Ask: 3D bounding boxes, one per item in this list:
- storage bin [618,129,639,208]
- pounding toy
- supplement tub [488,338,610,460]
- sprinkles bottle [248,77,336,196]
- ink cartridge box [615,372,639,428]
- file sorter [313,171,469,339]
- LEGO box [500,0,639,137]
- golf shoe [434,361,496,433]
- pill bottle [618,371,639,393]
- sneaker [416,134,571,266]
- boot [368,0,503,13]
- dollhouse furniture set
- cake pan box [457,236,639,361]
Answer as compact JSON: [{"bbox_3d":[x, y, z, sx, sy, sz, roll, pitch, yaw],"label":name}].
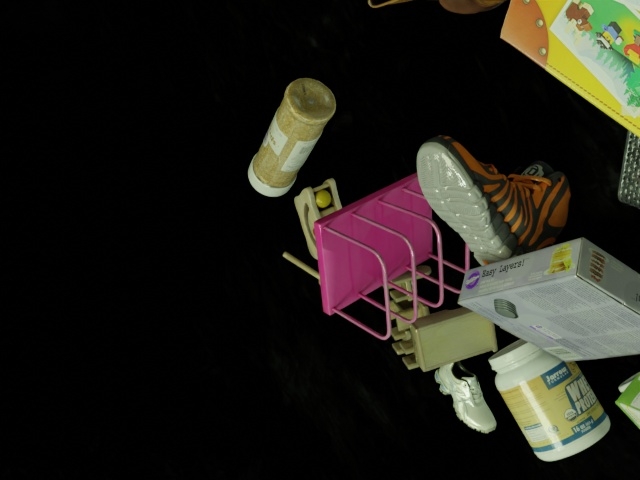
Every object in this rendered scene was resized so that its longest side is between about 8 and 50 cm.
[{"bbox_3d":[0.459,-0.128,0.924,0.084,0.122,0.180,33,138,44],"label":"storage bin"},{"bbox_3d":[0.000,0.000,1.755,0.154,0.154,0.270,9,119,62],"label":"pounding toy"},{"bbox_3d":[0.404,0.273,1.298,0.200,0.144,0.144,61,151,8],"label":"supplement tub"},{"bbox_3d":[-0.075,-0.237,1.738,0.121,0.121,0.355,59,150,13],"label":"sprinkles bottle"},{"bbox_3d":[0.549,0.272,0.966,0.189,0.097,0.255,46,175,-7],"label":"ink cartridge box"},{"bbox_3d":[0.163,0.026,1.369,0.182,0.290,0.202,28,134,44],"label":"file sorter"},{"bbox_3d":[0.476,-0.166,0.608,0.500,0.372,0.193,48,147,30],"label":"LEGO box"},{"bbox_3d":[0.320,0.332,1.570,0.176,0.069,0.086,50,142,25],"label":"golf shoe"},{"bbox_3d":[0.536,0.266,1.155,0.116,0.065,0.065,56,150,15],"label":"pill bottle"},{"bbox_3d":[0.284,-0.085,1.161,0.124,0.180,0.321,20,156,53],"label":"sneaker"},{"bbox_3d":[0.186,-0.357,1.041,0.264,0.280,0.096,16,124,54],"label":"boot"},{"bbox_3d":[0.243,0.159,1.538,0.242,0.160,0.212,-126,22,-68],"label":"dollhouse furniture set"},{"bbox_3d":[0.391,0.105,1.113,0.266,0.070,0.245,28,156,-20],"label":"cake pan box"}]
